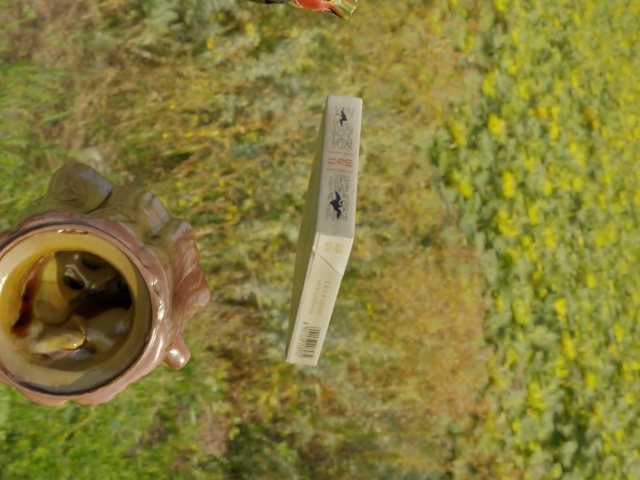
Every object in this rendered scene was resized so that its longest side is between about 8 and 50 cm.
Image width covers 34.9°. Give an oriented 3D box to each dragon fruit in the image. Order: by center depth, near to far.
[{"bbox_3d":[-0.006,-0.293,1.130,0.116,0.081,0.086,35,17,-24],"label":"dragon fruit"}]

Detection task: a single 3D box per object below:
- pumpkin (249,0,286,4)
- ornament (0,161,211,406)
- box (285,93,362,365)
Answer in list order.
[{"bbox_3d":[-0.031,-0.358,0.968,0.248,0.248,0.248,-13,90,-69],"label":"pumpkin"},{"bbox_3d":[-0.228,0.047,0.968,0.217,0.221,0.235,-112,180,-82],"label":"ornament"},{"bbox_3d":[0.001,0.000,1.331,0.365,0.051,0.205,103,-6,-59],"label":"box"}]
